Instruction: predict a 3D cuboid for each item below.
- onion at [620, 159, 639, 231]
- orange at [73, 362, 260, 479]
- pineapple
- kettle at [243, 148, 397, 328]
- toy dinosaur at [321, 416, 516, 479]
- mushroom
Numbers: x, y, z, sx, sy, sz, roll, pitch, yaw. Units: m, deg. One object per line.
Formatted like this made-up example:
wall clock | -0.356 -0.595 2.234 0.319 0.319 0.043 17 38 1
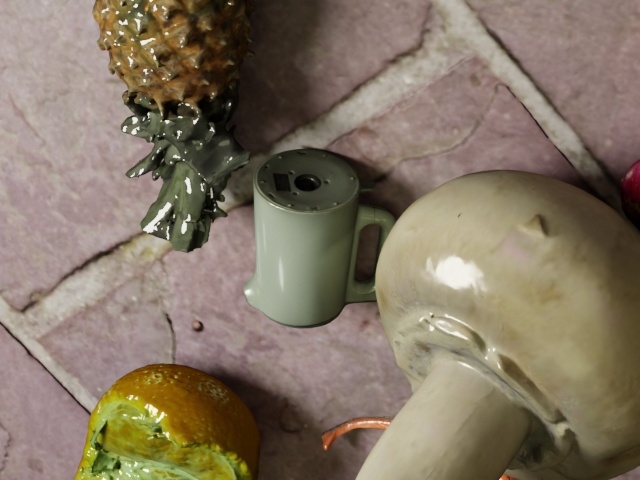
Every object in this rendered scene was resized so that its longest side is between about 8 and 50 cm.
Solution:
onion | 0.306 -0.038 1.549 0.107 0.097 0.107 18 159 7
orange | -0.151 0.223 1.889 0.179 0.158 0.237 22 130 4
pineapple | -0.124 -0.129 1.637 0.170 0.141 0.310 45 146 40
kettle | -0.005 -0.003 1.720 0.098 0.126 0.148 40 141 37
toy dinosaur | 0.131 0.223 1.820 0.279 0.101 0.055 2 148 13
mushroom | 0.155 0.123 1.562 0.314 0.336 0.314 28 154 15
